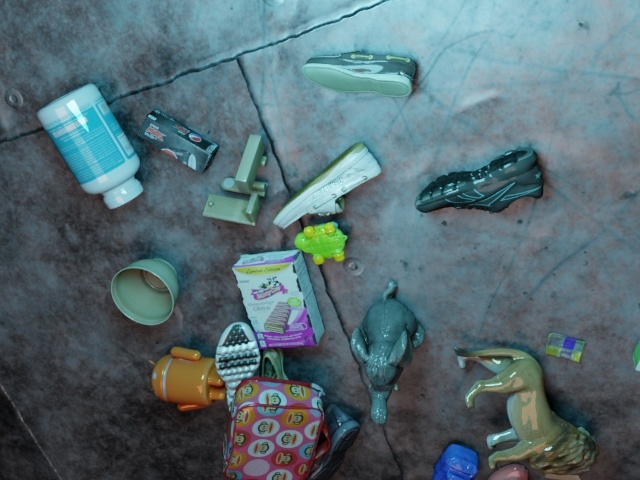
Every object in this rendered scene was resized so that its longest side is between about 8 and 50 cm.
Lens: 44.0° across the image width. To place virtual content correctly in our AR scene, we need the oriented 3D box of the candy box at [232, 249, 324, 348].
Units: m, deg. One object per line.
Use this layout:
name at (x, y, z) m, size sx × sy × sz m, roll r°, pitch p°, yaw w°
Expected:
candy box at (-0.098, 0.143, 1.880) m, size 0.159 × 0.071 × 0.233 m, roll -7°, pitch 115°, yaw 20°

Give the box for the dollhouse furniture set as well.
dollhouse furniture set at (-0.193, -0.137, 1.714) m, size 0.123 × 0.144 × 0.151 m, roll 11°, pitch 156°, yaw 11°

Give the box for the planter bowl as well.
planter bowl at (-0.412, 0.110, 1.934) m, size 0.162 × 0.109 × 0.162 m, roll 8°, pitch 120°, yaw 13°

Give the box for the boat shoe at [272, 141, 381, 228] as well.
boat shoe at (0.013, -0.094, 1.703) m, size 0.277 × 0.098 × 0.096 m, roll -37°, pitch 102°, yaw 28°

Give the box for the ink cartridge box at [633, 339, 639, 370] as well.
ink cartridge box at (0.752, 0.193, 1.661) m, size 0.109 × 0.062 × 0.209 m, roll 17°, pitch 121°, yaw 7°

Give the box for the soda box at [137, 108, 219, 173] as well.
soda box at (-0.315, -0.220, 1.757) m, size 0.169 × 0.053 × 0.060 m, roll 31°, pitch 122°, yaw -1°

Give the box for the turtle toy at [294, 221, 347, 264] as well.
turtle toy at (0.000, 0.000, 1.776) m, size 0.130 × 0.066 × 0.095 m, roll -9°, pitch 115°, yaw 21°

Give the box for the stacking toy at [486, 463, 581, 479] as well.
stacking toy at (0.568, 0.690, 1.947) m, size 0.279 × 0.130 × 0.309 m, roll -38°, pitch 103°, yaw 30°

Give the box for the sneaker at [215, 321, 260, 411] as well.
sneaker at (-0.198, 0.306, 1.957) m, size 0.110 × 0.118 × 0.292 m, roll -3°, pitch 126°, yaw -2°

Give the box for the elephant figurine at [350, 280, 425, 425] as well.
elephant figurine at (0.145, 0.251, 1.768) m, size 0.186 × 0.239 × 0.169 m, roll 44°, pitch 121°, yaw -9°

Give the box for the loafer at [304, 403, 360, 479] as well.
loafer at (0.005, 0.550, 2.072) m, size 0.095 × 0.109 × 0.302 m, roll 49°, pitch 126°, yaw 31°

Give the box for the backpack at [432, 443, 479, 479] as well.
backpack at (0.343, 0.579, 1.972) m, size 0.098 × 0.101 × 0.120 m, roll 21°, pitch 118°, yaw -3°

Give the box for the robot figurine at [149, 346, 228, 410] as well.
robot figurine at (-0.340, 0.360, 2.038) m, size 0.220 × 0.128 × 0.158 m, roll 4°, pitch 151°, yaw 15°

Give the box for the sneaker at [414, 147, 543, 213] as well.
sneaker at (0.322, -0.095, 1.610) m, size 0.267 × 0.101 × 0.106 m, roll -18°, pitch 113°, yaw 25°

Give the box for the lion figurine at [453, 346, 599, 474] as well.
lion figurine at (0.472, 0.382, 1.806) m, size 0.240 × 0.142 × 0.392 m, roll -19°, pitch 107°, yaw 17°

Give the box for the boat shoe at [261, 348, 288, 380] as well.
boat shoe at (-0.124, 0.352, 2.001) m, size 0.068 × 0.072 × 0.190 m, roll 0°, pitch 118°, yaw 17°

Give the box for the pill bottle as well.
pill bottle at (-0.502, -0.204, 1.767) m, size 0.146 × 0.146 × 0.264 m, roll -19°, pitch 110°, yaw 25°

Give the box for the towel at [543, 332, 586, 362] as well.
towel at (0.548, 0.241, 1.778) m, size 0.083 × 0.009 × 0.060 m, roll 14°, pitch 120°, yaw 9°

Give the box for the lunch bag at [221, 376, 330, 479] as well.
lunch bag at (-0.100, 0.474, 1.940) m, size 0.258 × 0.120 × 0.293 m, roll 8°, pitch 123°, yaw -12°

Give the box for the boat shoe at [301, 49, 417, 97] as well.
boat shoe at (0.077, -0.338, 1.571) m, size 0.228 × 0.068 × 0.081 m, roll 12°, pitch 160°, yaw 15°
